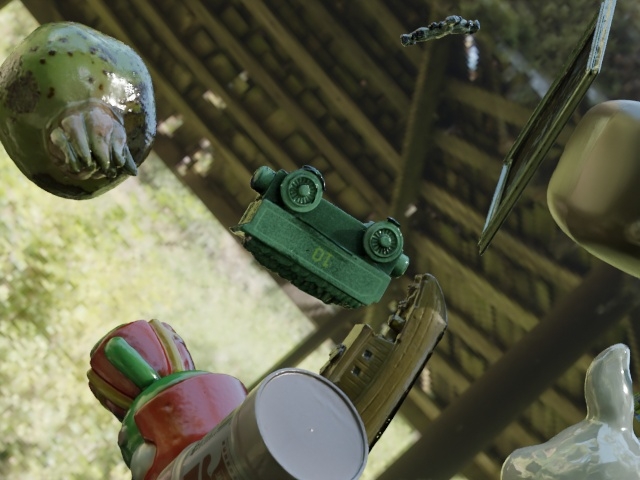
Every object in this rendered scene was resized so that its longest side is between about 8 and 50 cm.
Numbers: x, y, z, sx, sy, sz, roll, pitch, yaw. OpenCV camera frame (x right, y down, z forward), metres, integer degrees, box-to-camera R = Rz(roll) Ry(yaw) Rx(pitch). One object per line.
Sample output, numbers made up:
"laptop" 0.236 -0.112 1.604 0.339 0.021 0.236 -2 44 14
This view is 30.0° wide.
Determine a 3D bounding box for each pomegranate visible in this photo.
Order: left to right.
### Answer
"pomegranate" -0.319 -0.143 1.516 0.222 0.204 0.276 53 27 -34

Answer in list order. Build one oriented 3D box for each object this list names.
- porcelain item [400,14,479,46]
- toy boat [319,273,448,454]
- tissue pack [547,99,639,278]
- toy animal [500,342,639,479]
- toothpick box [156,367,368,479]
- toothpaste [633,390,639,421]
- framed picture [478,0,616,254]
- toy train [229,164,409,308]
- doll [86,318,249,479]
"porcelain item" 0.195 -0.332 1.864 0.075 0.136 0.021 150 -75 -71
"toy boat" 0.075 0.184 1.758 0.121 0.321 0.089 35 -10 -7
"tissue pack" 0.576 -0.053 1.875 0.387 0.267 0.277 22 6 -18
"toy animal" 0.318 0.307 1.372 0.196 0.367 0.241 40 -33 -7
"toothpick box" -0.046 0.171 0.877 0.098 0.098 0.149 48 -53 4
"toothpaste" 0.452 0.171 1.468 0.164 0.046 0.034 -40 -105 37
"framed picture" 0.279 -0.147 1.497 0.019 0.232 0.296 27 -54 0
"toy train" 0.000 0.000 1.114 0.172 0.099 0.070 32 -10 -13
"doll" -0.135 0.235 1.331 0.363 0.160 0.182 55 -11 38
